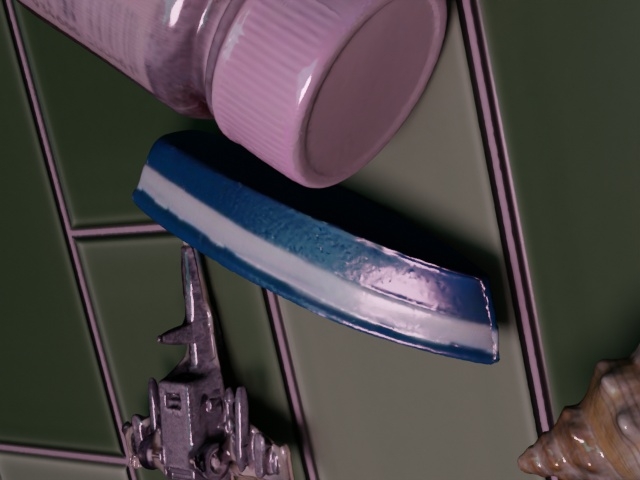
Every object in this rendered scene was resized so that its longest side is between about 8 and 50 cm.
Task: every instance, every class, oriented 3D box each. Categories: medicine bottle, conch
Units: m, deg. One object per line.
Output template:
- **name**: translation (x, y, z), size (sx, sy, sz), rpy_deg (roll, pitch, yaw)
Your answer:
- **medicine bottle**: translation (-0.069, -0.164, 0.765), size (0.273, 0.165, 0.165), rpy_deg (34, 125, 22)
- **conch**: translation (0.219, 0.075, 0.677), size (0.234, 0.114, 0.137), rpy_deg (-43, 88, 4)

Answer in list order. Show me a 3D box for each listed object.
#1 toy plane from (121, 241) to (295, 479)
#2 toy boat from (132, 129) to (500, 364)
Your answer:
- **toy plane**: translation (-0.102, 0.128, 0.951), size (0.192, 0.088, 0.262), rpy_deg (-2, 105, 40)
- **toy boat**: translation (0.000, 0.000, 0.822), size (0.299, 0.096, 0.061), rpy_deg (27, 113, 26)
